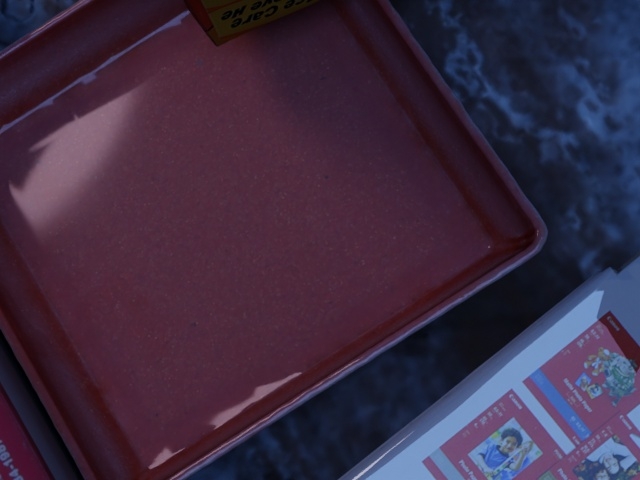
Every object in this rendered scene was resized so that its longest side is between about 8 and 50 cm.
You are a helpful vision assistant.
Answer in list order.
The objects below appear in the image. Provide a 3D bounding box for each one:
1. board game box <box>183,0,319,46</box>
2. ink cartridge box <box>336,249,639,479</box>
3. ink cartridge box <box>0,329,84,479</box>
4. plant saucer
[{"bbox_3d":[0.017,-0.368,0.869,0.356,0.356,0.356,-23,74,1],"label":"board game box"},{"bbox_3d":[0.184,0.177,0.940,0.272,0.130,0.309,-38,83,-3],"label":"ink cartridge box"},{"bbox_3d":[-0.271,0.163,0.938,0.306,0.131,0.226,-32,67,-5],"label":"ink cartridge box"},{"bbox_3d":[-0.054,-0.025,0.996,0.259,0.048,0.258,-33,69,0],"label":"plant saucer"}]
